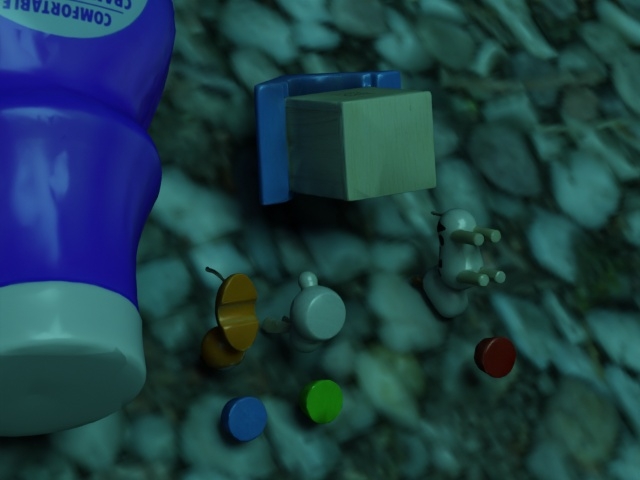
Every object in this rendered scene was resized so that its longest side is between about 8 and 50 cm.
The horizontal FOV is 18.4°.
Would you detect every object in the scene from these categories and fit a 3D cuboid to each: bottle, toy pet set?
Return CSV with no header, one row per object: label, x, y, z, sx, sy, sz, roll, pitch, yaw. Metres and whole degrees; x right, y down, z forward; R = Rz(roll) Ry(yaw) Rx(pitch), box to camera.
bottle,-0.108,-0.077,0.643,0.118,0.092,0.282,7,57,-30
toy pet set,0.000,0.000,0.699,0.122,0.065,0.114,-9,101,-33
